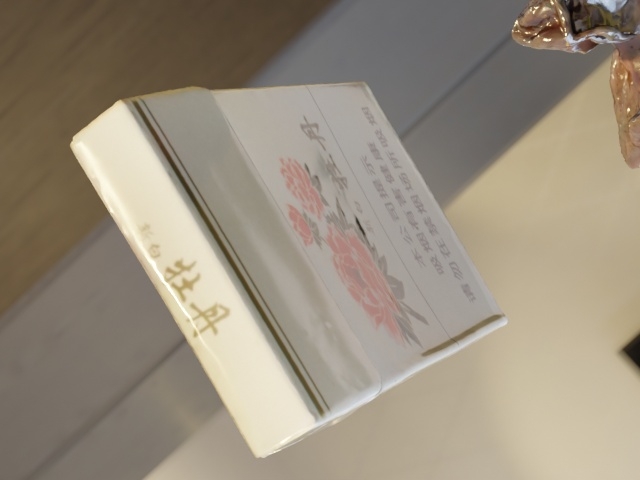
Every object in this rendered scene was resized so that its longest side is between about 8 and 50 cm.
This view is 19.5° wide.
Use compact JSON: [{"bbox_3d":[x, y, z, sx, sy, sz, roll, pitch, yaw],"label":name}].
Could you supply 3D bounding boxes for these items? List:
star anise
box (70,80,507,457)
[{"bbox_3d":[0.207,-0.174,1.096,0.220,0.214,0.099,59,162,-18],"label":"star anise"},{"bbox_3d":[0.000,0.000,0.611,0.109,0.029,0.198,59,-159,6],"label":"box"}]
